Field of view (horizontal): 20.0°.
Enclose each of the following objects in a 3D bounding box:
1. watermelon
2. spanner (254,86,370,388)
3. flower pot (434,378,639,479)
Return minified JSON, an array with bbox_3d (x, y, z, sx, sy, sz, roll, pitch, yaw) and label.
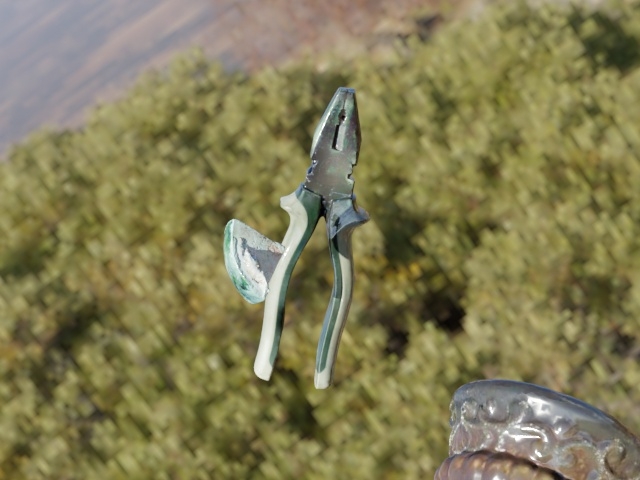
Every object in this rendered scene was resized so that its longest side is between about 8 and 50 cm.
[{"bbox_3d":[-0.058,0.022,1.721,0.061,0.085,0.085,-25,14,-9],"label":"watermelon"},{"bbox_3d":[0.000,0.000,1.881,0.096,0.324,0.040,9,16,-5],"label":"spanner"},{"bbox_3d":[0.152,0.275,1.525,0.267,0.266,0.267,-14,43,54],"label":"flower pot"}]
